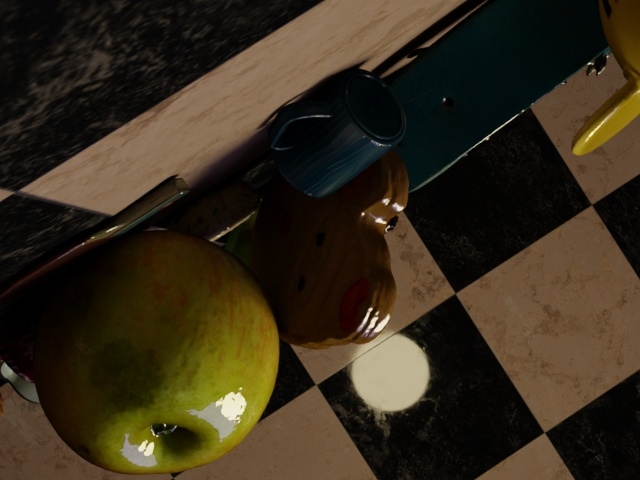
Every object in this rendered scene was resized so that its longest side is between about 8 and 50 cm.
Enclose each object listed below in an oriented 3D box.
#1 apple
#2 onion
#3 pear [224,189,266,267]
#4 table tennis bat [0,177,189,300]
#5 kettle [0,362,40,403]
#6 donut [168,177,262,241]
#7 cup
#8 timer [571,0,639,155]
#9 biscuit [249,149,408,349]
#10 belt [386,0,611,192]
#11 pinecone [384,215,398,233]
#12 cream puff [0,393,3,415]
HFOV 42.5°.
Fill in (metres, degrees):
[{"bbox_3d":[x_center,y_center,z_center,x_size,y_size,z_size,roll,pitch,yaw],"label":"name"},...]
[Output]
[{"bbox_3d":[-0.219,0.160,1.142,0.340,0.339,0.339,-33,-179,1],"label":"apple"},{"bbox_3d":[-0.435,0.168,1.299,0.198,0.135,0.173,-30,179,29],"label":"onion"},{"bbox_3d":[-0.098,0.055,1.860,0.318,0.239,0.342,69,41,-83],"label":"pear"},{"bbox_3d":[-0.273,0.002,0.988,0.274,0.021,0.154,-31,-179,14],"label":"table tennis bat"},{"bbox_3d":[-0.540,0.226,1.681,0.236,0.161,0.221,-30,154,19],"label":"kettle"},{"bbox_3d":[-0.175,-0.040,1.337,0.175,0.068,0.174,-34,179,-1],"label":"donut"},{"bbox_3d":[0.014,-0.127,1.014,0.138,0.113,0.150,-34,-179,45],"label":"cup"},{"bbox_3d":[0.456,-0.264,0.905,0.376,0.376,0.387,-33,166,-25],"label":"timer"},{"bbox_3d":[0.000,0.000,1.185,0.358,0.074,0.381,-67,-151,20],"label":"biscuit"},{"bbox_3d":[0.255,-0.250,1.186,0.437,0.173,0.300,-33,-177,23],"label":"belt"},{"bbox_3d":[0.067,-0.097,1.722,0.244,0.257,0.243,-27,165,-8],"label":"pinecone"},{"bbox_3d":[-0.471,0.211,0.900,0.240,0.164,0.240,-46,174,-6],"label":"cream puff"}]
